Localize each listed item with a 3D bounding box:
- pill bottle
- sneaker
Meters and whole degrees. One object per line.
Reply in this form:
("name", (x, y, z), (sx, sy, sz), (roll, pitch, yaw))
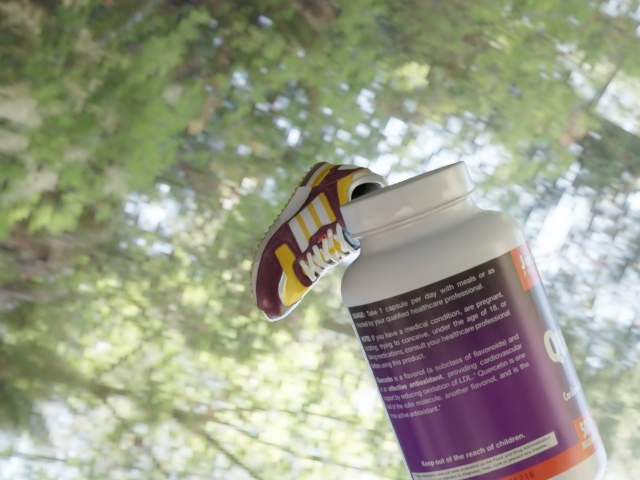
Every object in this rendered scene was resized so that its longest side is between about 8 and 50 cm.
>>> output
("pill bottle", (0.132, 0.097, 1.615), (0.181, 0.181, 0.323), (-18, -86, 35))
("sneaker", (0.000, 0.000, 1.703), (0.084, 0.069, 0.185), (8, -120, 35))
